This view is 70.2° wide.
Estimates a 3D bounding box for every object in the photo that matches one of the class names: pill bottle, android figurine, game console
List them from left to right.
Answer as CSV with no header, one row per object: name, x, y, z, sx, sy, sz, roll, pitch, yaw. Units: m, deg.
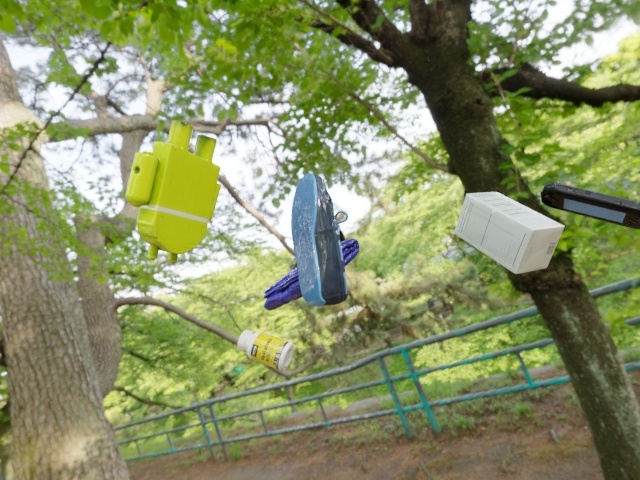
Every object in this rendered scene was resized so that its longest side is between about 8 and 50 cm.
android figurine,-0.282,-0.089,0.909,0.056,0.273,0.248,13,0,21
pill bottle,-0.123,0.241,1.014,0.116,0.065,0.065,16,4,18
game console,0.621,-0.037,0.888,0.044,0.361,0.213,-61,-31,-12

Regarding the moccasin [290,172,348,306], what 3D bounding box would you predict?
moccasin,0.000,0.000,1.155,0.116,0.342,0.137,7,-18,-33

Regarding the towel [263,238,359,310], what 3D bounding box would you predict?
towel,-0.037,0.098,1.396,0.308,0.076,0.227,-31,7,48

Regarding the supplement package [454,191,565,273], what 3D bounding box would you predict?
supplement package,0.526,-0.031,1.295,0.133,0.244,0.139,-6,-59,-29
